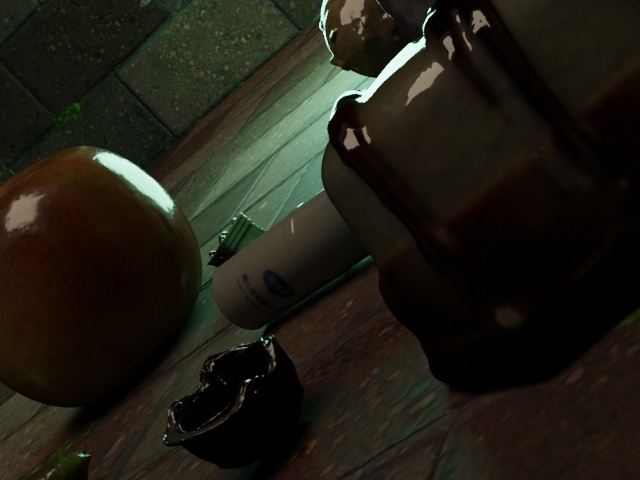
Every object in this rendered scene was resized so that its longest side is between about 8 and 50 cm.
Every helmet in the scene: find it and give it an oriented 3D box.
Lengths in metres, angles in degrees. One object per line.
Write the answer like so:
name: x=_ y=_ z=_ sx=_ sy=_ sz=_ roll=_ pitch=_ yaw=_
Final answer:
helmet: x=-0.059 y=0.131 z=1.075 sx=0.098 sy=0.070 sz=0.123 roll=-21 pitch=27 yaw=42

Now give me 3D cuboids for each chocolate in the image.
chocolate: x=0.115 y=-0.065 z=0.889 sx=0.283 sy=0.186 sz=0.283 roll=-42 pitch=12 yaw=11

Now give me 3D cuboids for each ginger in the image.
ginger: x=0.140 y=-0.355 z=1.921 sx=0.304 sy=0.155 sz=0.244 roll=-39 pitch=10 yaw=26

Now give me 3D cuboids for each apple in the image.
apple: x=-0.307 y=0.036 z=1.762 sx=0.319 sy=0.277 sz=0.319 roll=-40 pitch=12 yaw=10

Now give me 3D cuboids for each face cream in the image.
face cream: x=0.000 y=0.000 z=1.326 sx=0.250 sy=0.077 sz=0.077 roll=-36 pitch=13 yaw=39

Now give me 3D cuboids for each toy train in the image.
toy train: x=-0.096 y=0.009 z=1.685 sx=0.038 sy=0.056 sz=0.093 roll=-57 pitch=2 yaw=32

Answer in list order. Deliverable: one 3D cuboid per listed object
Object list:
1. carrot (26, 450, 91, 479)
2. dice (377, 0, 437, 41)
carrot: x=-0.353 y=0.335 z=1.372 sx=0.358 sy=0.074 sz=0.074 roll=-47 pitch=12 yaw=-19
dice: x=0.198 y=-0.300 z=1.228 sx=0.270 sy=0.271 sz=0.270 roll=-49 pitch=13 yaw=-23
